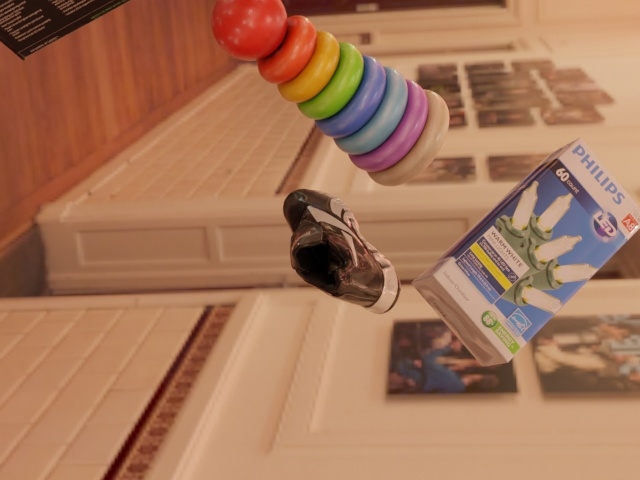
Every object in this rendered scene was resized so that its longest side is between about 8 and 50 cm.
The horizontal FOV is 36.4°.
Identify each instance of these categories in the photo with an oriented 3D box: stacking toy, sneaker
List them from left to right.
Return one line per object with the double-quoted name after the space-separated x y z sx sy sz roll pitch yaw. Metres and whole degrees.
0.000 0.000 1.197 0.234 0.106 0.078 50 -61 43 "sneaker"
0.003 -0.198 1.205 0.330 0.141 0.141 30 47 -32 "stacking toy"

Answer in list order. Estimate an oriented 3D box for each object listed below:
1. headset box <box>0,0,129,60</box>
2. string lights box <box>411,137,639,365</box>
-0.231 -0.311 0.731 0.283 0.246 0.131 42 39 -42 "headset box"
0.249 0.013 1.155 0.133 0.260 0.077 49 -18 -2 "string lights box"
